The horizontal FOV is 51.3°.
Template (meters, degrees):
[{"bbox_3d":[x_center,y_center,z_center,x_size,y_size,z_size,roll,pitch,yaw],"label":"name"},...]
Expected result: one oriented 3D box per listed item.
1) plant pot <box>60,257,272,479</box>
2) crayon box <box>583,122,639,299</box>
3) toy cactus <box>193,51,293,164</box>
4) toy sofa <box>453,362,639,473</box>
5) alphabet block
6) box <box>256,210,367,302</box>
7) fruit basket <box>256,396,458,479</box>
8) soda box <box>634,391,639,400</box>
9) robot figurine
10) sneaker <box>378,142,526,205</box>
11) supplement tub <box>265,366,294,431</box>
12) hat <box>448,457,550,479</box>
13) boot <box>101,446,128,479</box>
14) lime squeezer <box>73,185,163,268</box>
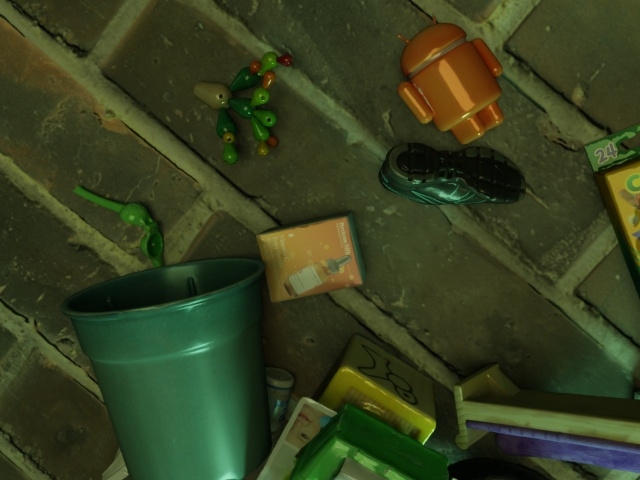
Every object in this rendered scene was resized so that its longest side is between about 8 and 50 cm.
[{"bbox_3d":[-0.234,0.229,1.155,0.342,0.341,0.333,-8,100,10],"label":"plant pot"},{"bbox_3d":[0.606,-0.049,1.128,0.203,0.083,0.322,-22,94,11],"label":"crayon box"},{"bbox_3d":[-0.147,-0.253,1.222,0.181,0.112,0.218,25,104,24],"label":"toy cactus"},{"bbox_3d":[0.413,0.313,1.092,0.363,0.150,0.176,-4,96,42],"label":"toy sofa"},{"bbox_3d":[0.082,0.314,1.203,0.193,0.197,0.193,30,102,4],"label":"alphabet block"},{"bbox_3d":[-0.014,0.028,1.217,0.171,0.091,0.130,-13,96,11],"label":"box"},{"bbox_3d":[0.039,0.456,1.048,0.327,0.165,0.352,29,104,4],"label":"fruit basket"},{"bbox_3d":[0.618,0.316,1.105,0.069,0.216,0.073,-4,97,-11],"label":"soda box"},{"bbox_3d":[0.222,-0.275,1.135,0.158,0.128,0.219,-32,93,23],"label":"robot figurine"},{"bbox_3d":[0.231,-0.111,1.178,0.268,0.106,0.101,10,69,-11],"label":"sneaker"},{"bbox_3d":[-0.097,0.307,1.294,0.071,0.071,0.107,17,101,6],"label":"supplement tub"},{"bbox_3d":[0.328,0.481,1.133,0.332,0.331,0.133,9,131,8],"label":"hat"},{"bbox_3d":[-0.371,0.381,1.346,0.258,0.095,0.123,-43,84,4],"label":"boot"},{"bbox_3d":[-0.360,-0.001,1.300,0.110,0.059,0.310,-35,92,12],"label":"lime squeezer"}]
